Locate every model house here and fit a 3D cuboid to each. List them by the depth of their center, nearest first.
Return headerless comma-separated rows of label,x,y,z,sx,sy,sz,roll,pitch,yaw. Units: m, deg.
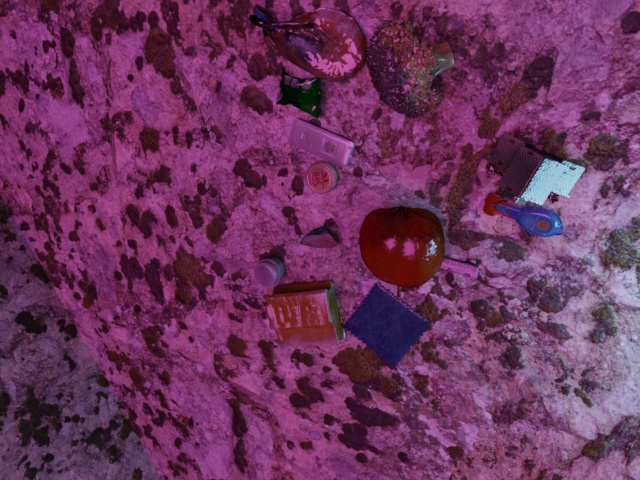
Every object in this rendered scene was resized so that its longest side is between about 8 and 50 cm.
model house,0.619,-0.192,1.319,0.271,0.206,0.178,32,115,11

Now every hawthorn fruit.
hawthorn fruit,0.273,0.046,1.516,0.287,0.287,0.330,7,113,22

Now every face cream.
face cream,-0.209,0.128,1.839,0.117,0.104,0.117,7,108,22

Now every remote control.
remote control,0.002,-0.361,1.635,0.250,0.034,0.103,26,114,15

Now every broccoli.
broccoli,0.269,-0.521,1.368,0.260,0.235,0.288,1,143,25

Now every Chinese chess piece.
Chinese chess piece,0.005,-0.236,1.663,0.122,0.051,0.122,7,108,21

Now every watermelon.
watermelon,-0.006,-0.008,1.732,0.180,0.081,0.094,4,124,39

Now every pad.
pad,0.256,0.334,1.751,0.269,0.012,0.269,36,116,10

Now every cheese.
cheese,0.650,-0.080,1.430,0.256,0.037,0.106,25,134,20

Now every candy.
candy,-0.078,-0.521,1.582,0.203,0.078,0.141,25,144,27

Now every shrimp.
shrimp,-0.047,-0.699,1.519,0.446,0.110,0.221,27,109,10

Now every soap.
soap,-0.063,0.307,1.818,0.281,0.143,0.259,-10,101,21

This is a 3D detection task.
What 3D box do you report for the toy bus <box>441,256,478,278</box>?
toy bus,0.489,0.093,1.562,0.131,0.037,0.052,16,107,20
